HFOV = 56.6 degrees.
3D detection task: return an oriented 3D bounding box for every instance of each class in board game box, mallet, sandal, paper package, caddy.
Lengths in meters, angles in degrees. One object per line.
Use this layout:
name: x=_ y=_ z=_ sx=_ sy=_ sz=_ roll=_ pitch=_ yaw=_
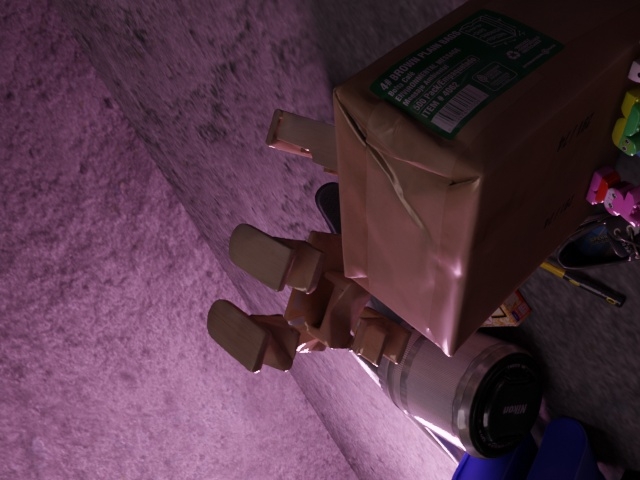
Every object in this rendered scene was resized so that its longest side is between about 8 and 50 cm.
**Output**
board game box: x=0.272 y=0.070 z=1.086 sx=0.194 sy=0.045 sz=0.146 roll=55 pitch=158 yaw=-5
mallet: x=0.361 y=0.041 z=0.892 sx=0.189 sy=0.039 sz=0.062 roll=26 pitch=144 yaw=39
sandal: x=0.060 y=-0.014 z=1.329 sx=0.054 sy=0.097 sz=0.255 roll=30 pitch=141 yaw=67
paper package: x=0.186 y=-0.090 z=0.645 sx=0.168 sy=0.324 sz=0.310 roll=37 pitch=153 yaw=31
caddy: x=0.392 y=0.483 z=1.114 sx=0.241 sy=0.341 sz=0.179 roll=-9 pitch=109 yaw=41

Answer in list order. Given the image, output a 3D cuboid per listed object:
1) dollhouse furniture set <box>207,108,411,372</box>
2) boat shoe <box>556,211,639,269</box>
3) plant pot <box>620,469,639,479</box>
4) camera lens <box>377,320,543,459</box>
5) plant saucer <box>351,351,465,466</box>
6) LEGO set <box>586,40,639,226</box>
dollhouse furniture set: x=0.000 y=0.000 z=1.051 sx=0.256 sy=0.362 sz=0.395 roll=28 pitch=104 yaw=44
boat shoe: x=0.375 y=-0.007 z=0.725 sx=0.080 sy=0.076 sz=0.228 roll=54 pitch=158 yaw=-5
plant pot: x=0.593 y=0.528 z=1.000 sx=0.188 sy=0.167 sz=0.187 roll=54 pitch=158 yaw=-2
camera lens: x=0.273 y=0.279 z=1.171 sx=0.274 sy=0.219 sz=0.219 roll=16 pitch=139 yaw=55
plant saucer: x=0.238 y=0.386 z=1.498 sx=0.400 sy=0.100 sz=0.400 roll=47 pitch=173 yaw=7
LEGO set: x=0.348 y=-0.104 z=0.577 sx=0.093 sy=0.087 sz=0.227 roll=56 pitch=167 yaw=36
